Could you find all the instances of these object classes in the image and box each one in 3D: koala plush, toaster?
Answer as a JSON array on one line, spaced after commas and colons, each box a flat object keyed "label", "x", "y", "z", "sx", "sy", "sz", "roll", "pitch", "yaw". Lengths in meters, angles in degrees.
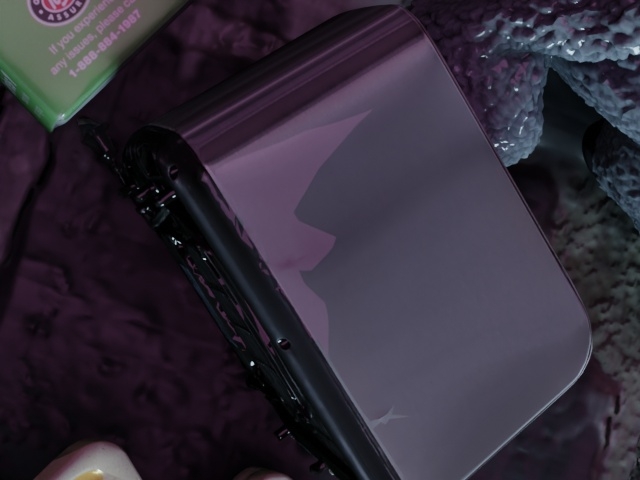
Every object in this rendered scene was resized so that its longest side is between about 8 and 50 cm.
[{"label": "koala plush", "x": 0.176, "y": -0.055, "z": 0.504, "sx": 0.196, "sy": 0.203, "sz": 0.221, "roll": -56, "pitch": 134, "yaw": -35}, {"label": "toaster", "x": 0.000, "y": 0.000, "z": 0.475, "sx": 0.110, "sy": 0.168, "sz": 0.186, "roll": -34, "pitch": 101, "yaw": -12}]

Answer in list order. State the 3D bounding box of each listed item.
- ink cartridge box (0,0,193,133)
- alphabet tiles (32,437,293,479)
[{"label": "ink cartridge box", "x": -0.128, "y": -0.177, "z": 0.472, "sx": 0.160, "sy": 0.092, "sz": 0.219, "roll": -46, "pitch": 102, "yaw": -7}, {"label": "alphabet tiles", "x": -0.076, "y": 0.230, "z": 0.460, "sx": 0.284, "sy": 0.021, "sz": 0.278, "roll": -44, "pitch": 121, "yaw": -35}]
